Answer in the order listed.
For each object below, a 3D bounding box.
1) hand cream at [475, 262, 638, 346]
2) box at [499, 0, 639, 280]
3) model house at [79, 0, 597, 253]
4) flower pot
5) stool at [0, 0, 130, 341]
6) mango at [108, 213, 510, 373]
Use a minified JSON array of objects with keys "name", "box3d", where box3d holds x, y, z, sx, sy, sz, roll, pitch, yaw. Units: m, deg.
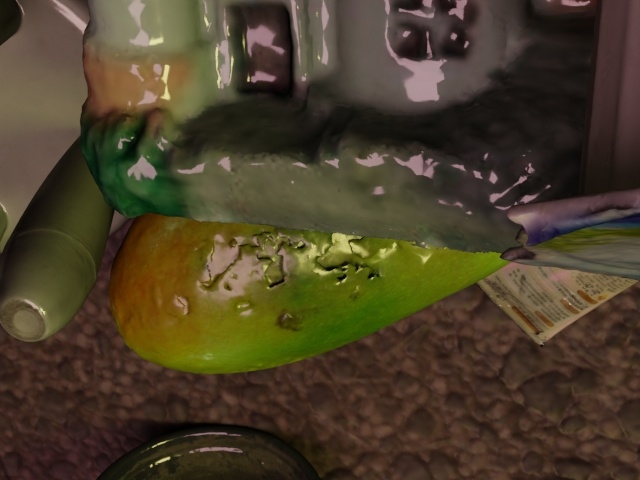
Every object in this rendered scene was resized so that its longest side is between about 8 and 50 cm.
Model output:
[{"name":"hand cream","box3d":[0.151,0.010,0.810,0.061,0.039,0.143,43,132,-16]},{"name":"box","box3d":[0.180,-0.094,0.479,0.262,0.291,0.206,0,82,15]},{"name":"model house","box3d":[0.023,-0.183,0.653,0.267,0.194,0.325,5,117,16]},{"name":"flower pot","box3d":[-0.069,0.206,0.930,0.157,0.157,0.107,7,133,15]},{"name":"stool","box3d":[-0.206,-0.040,0.800,0.195,0.199,0.195,-26,107,27]},{"name":"mango","box3d":[0.000,0.000,0.785,0.233,0.125,0.111,-16,70,5]}]
